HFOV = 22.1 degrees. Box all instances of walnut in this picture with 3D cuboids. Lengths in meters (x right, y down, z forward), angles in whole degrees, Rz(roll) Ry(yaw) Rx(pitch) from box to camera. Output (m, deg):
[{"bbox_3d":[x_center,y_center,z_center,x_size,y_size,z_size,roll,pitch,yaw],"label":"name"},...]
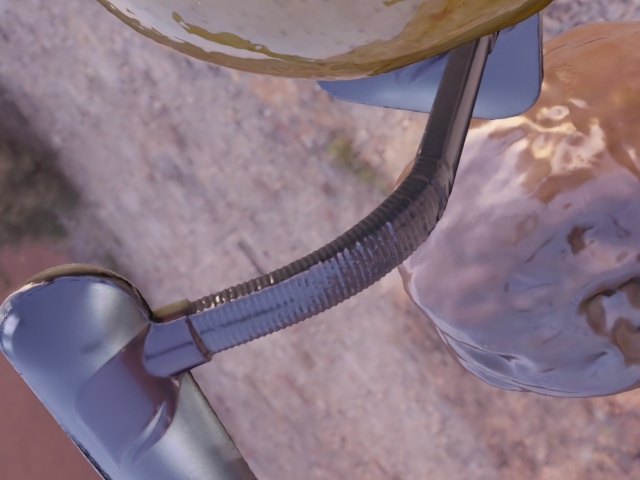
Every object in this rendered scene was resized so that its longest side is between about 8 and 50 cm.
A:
[{"bbox_3d":[0.180,-0.018,1.091,0.227,0.273,0.273,-112,2,-54],"label":"walnut"}]

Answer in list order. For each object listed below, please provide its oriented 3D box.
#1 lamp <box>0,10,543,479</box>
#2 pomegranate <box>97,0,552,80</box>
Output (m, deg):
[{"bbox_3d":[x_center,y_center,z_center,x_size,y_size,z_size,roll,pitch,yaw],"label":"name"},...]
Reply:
[{"bbox_3d":[0.005,0.004,0.729,0.124,0.283,0.203,19,146,23],"label":"lamp"},{"bbox_3d":[0.003,-0.183,0.542,0.260,0.260,0.260,41,154,25],"label":"pomegranate"}]
